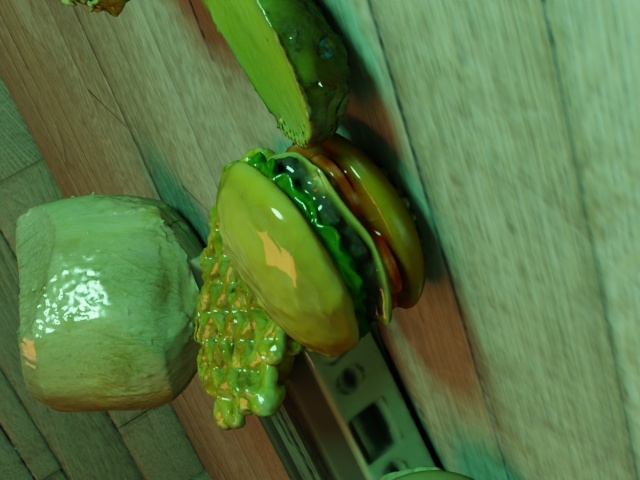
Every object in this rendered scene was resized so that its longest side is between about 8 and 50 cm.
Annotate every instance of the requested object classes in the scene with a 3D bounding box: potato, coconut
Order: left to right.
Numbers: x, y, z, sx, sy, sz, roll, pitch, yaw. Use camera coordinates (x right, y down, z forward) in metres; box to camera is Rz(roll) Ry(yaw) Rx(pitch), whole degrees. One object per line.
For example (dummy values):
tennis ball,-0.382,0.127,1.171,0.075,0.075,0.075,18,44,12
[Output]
coconut,-0.258,0.081,1.572,0.297,0.255,0.297,173,90,-83
potato,-0.034,-0.148,0.781,0.198,0.054,0.119,54,166,35

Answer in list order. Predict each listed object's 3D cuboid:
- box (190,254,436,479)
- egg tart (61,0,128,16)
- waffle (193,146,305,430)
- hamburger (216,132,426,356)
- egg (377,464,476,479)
box,0.005,0.185,1.244,0.367,0.090,0.373,63,166,-16
egg tart,-0.177,-0.295,0.833,0.288,0.118,0.288,55,166,21
waffle,-0.068,0.045,1.047,0.238,0.059,0.243,175,100,-68
hamburger,0.000,0.000,0.835,0.162,0.115,0.162,52,166,19
egg,0.090,0.264,0.982,0.164,0.164,0.201,54,163,20
